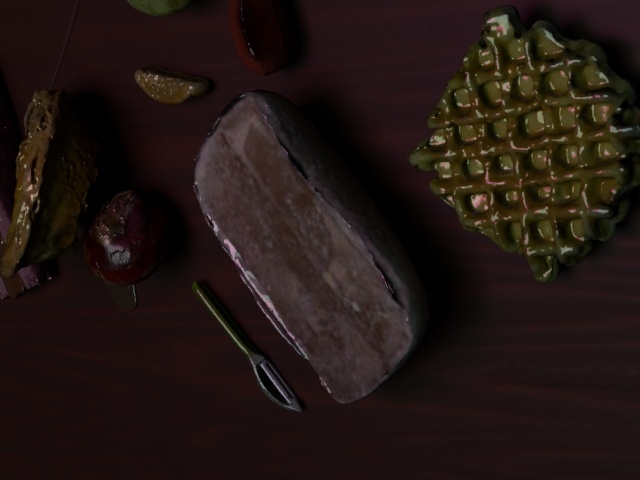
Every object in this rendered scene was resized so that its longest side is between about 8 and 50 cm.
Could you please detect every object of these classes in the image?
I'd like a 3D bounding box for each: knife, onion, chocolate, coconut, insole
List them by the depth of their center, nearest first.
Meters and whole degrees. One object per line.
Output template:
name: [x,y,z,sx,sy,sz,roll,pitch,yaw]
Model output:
chocolate: [0.000,0.000,1.669,0.303,0.100,0.185,56,138,14]
coconut: [-0.159,-0.267,1.716,0.088,0.096,0.088,12,121,20]
knife: [-0.079,0.115,1.810,0.026,0.022,0.184,-41,76,10]
onion: [-0.204,-0.002,1.830,0.107,0.097,0.107,-25,50,34]
insole: [-0.236,0.016,1.913,0.045,0.002,0.135,-18,91,39]

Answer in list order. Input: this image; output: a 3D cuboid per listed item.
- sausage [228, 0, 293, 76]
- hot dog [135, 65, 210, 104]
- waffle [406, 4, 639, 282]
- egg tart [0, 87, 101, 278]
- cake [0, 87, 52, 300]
sausage: [-0.059,-0.208,1.681,0.054,0.059,0.094,-160,56,-81]
hot dog: [-0.154,-0.158,1.783,0.090,0.030,0.034,17,114,33]
waffle: [0.196,-0.085,1.524,0.204,0.054,0.223,42,126,20]
egg tart: [-0.289,-0.059,1.840,0.090,0.212,0.212,12,116,-9]
cake: [-0.400,-0.070,1.955,0.116,0.113,0.295,-12,101,41]
